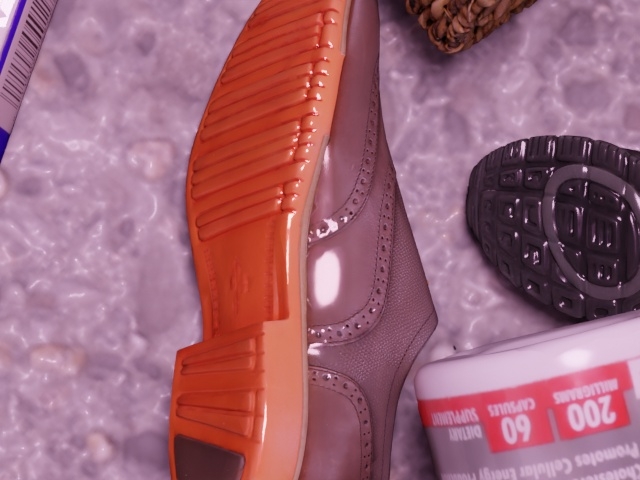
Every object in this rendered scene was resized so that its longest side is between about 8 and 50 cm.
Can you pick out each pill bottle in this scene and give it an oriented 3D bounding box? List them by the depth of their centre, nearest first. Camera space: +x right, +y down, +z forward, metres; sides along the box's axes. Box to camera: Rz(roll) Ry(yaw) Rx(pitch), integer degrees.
[{"bbox_3d":[0.158,0.187,0.856,0.161,0.161,0.283,-14,87,-3],"label":"pill bottle"}]

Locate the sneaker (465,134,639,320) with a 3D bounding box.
[{"bbox_3d":[0.229,-0.002,0.968,0.286,0.130,0.109,13,100,20],"label":"sneaker"}]

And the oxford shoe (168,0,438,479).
[{"bbox_3d":[0.000,0.000,0.969,0.133,0.130,0.363,16,76,-33],"label":"oxford shoe"}]

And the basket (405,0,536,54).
[{"bbox_3d":[0.105,-0.270,0.869,0.213,0.299,0.223,-37,88,-32],"label":"basket"}]

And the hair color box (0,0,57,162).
[{"bbox_3d":[-0.335,-0.173,0.961,0.339,0.110,0.185,18,86,1],"label":"hair color box"}]
